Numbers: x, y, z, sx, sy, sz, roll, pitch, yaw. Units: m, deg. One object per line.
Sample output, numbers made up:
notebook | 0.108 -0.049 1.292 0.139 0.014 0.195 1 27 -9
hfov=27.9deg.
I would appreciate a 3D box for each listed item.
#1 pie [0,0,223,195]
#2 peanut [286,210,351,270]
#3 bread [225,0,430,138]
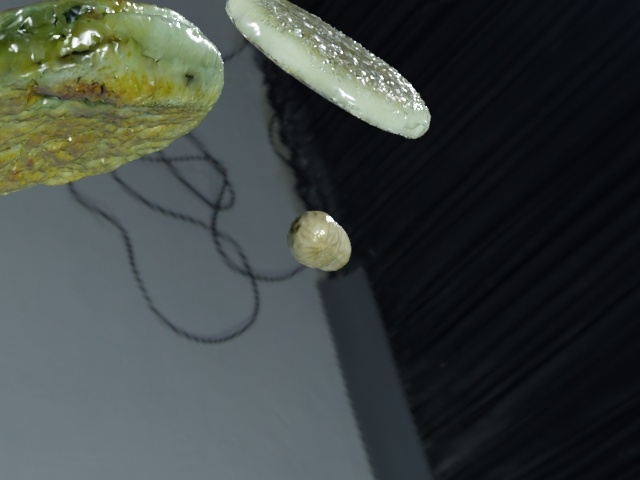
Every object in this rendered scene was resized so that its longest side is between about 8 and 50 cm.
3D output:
pie | -0.197 -0.090 0.878 0.277 0.277 0.078 -8 79 -44
peanut | 0.000 0.000 0.839 0.037 0.037 0.083 59 12 15
bread | 0.012 -0.198 1.403 0.267 0.040 0.267 32 16 -10
